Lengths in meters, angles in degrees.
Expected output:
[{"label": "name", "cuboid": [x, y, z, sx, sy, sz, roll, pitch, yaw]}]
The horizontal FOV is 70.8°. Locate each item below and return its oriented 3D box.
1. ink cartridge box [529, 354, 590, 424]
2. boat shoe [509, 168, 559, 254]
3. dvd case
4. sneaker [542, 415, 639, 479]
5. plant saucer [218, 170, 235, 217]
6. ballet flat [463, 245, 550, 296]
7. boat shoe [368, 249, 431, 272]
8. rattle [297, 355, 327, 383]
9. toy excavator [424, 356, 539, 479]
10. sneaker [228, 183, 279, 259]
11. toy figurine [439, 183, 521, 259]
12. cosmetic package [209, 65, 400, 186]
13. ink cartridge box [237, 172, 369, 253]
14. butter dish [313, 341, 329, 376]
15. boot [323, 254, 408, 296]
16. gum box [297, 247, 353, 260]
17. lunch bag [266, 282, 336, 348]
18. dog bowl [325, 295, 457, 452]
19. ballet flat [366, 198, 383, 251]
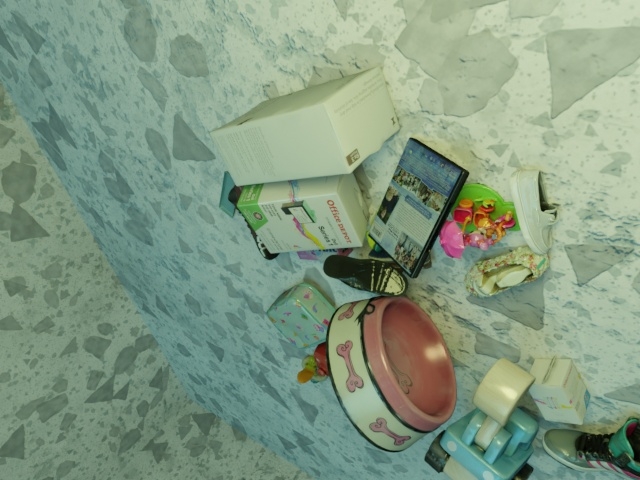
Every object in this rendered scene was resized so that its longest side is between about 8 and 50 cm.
[{"label": "ink cartridge box", "cuboid": [0.574, 0.357, 1.096, 0.090, 0.092, 0.143, -17, 110, 51]}, {"label": "boat shoe", "cuboid": [0.430, -0.055, 0.882, 0.063, 0.066, 0.184, -7, 109, 48]}, {"label": "dvd case", "cuboid": [0.199, -0.071, 0.969, 0.180, 0.022, 0.253, 50, 127, 46]}, {"label": "sneaker", "cuboid": [0.693, 0.492, 1.077, 0.295, 0.124, 0.179, 6, 133, 31]}, {"label": "plant saucer", "cuboid": [-0.306, -0.154, 1.523, 0.067, 0.018, 0.192, 38, 142, 10]}, {"label": "ballet flat", "cuboid": [0.402, 0.082, 1.017, 0.091, 0.077, 0.241, 44, 144, 1]}, {"label": "boat shoe", "cuboid": [0.207, 0.052, 1.186, 0.183, 0.066, 0.066, 3, 134, 47]}, {"label": "rattle", "cuboid": [-0.050, 0.580, 1.867, 0.130, 0.143, 0.200, 26, 136, -4]}, {"label": "toy excavator", "cuboid": [0.451, 0.476, 1.166, 0.222, 0.432, 0.445, 32, 109, 38]}, {"label": "sneaker", "cuboid": [-0.213, -0.080, 1.449, 0.162, 0.106, 0.282, 15, 123, 41]}, {"label": "toy figurine", "cuboid": [0.320, -0.019, 0.933, 0.173, 0.159, 0.130, 17, 135, 32]}, {"label": "cosmetic package", "cuboid": [-0.043, -0.247, 1.026, 0.384, 0.217, 0.156, -2, 123, 43]}, {"label": "ink cartridge box", "cuboid": [-0.038, -0.077, 1.158, 0.278, 0.117, 0.201, -5, 139, 24]}, {"label": "butter dish", "cuboid": [0.034, 0.456, 1.677, 0.160, 0.118, 0.160, 9, 131, 42]}, {"label": "boot", "cuboid": [0.143, 0.104, 1.235, 0.236, 0.085, 0.178, 14, 172, 26]}, {"label": "gum box", "cuboid": [0.000, 0.000, 1.336, 0.188, 0.062, 0.107, 1, 125, 43]}, {"label": "lunch bag", "cuboid": [-0.059, 0.277, 1.613, 0.224, 0.108, 0.279, 44, 145, -6]}, {"label": "dog bowl", "cuboid": [0.205, 0.325, 1.191, 0.150, 0.408, 0.408, -33, 100, 32]}, {"label": "ballet flat", "cuboid": [0.168, -0.059, 1.121, 0.077, 0.077, 0.231, 64, 151, 25]}]
